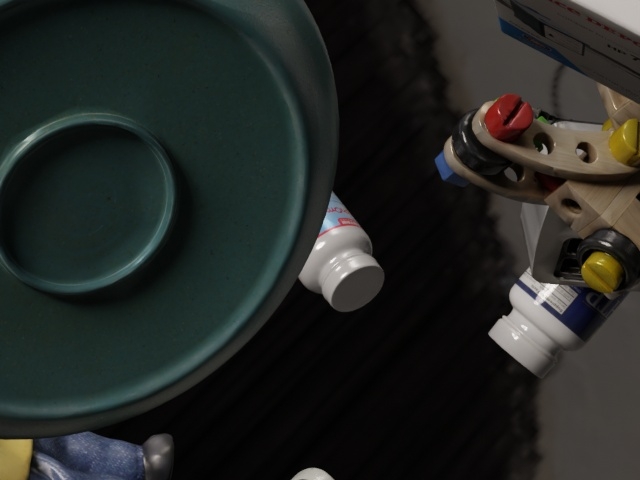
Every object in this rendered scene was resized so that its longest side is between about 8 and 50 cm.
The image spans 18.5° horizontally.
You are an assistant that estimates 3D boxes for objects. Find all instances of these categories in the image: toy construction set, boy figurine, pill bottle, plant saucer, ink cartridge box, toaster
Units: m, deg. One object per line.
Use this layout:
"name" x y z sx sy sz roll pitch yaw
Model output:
"toy construction set" 0.284 -0.093 1.683 0.237 0.257 0.309 47 123 4
"boy figurine" -0.231 0.146 1.229 0.285 0.177 0.092 13 116 -18
"pill bottle" 0.288 0.065 2.310 0.112 0.186 0.112 39 -176 -3
"pill bottle" 0.000 0.000 2.100 0.160 0.087 0.087 52 153 36
"plant saucer" -0.128 -0.025 1.020 0.044 0.317 0.317 47 159 54
"ink cartridge box" 0.182 -0.155 1.222 0.139 0.082 0.191 29 179 12
"toaster" 0.307 -0.043 2.160 0.186 0.110 0.168 6 132 -7

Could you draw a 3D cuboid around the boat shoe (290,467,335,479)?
"boat shoe" -0.039 0.326 2.115 0.078 0.070 0.219 43 137 13
